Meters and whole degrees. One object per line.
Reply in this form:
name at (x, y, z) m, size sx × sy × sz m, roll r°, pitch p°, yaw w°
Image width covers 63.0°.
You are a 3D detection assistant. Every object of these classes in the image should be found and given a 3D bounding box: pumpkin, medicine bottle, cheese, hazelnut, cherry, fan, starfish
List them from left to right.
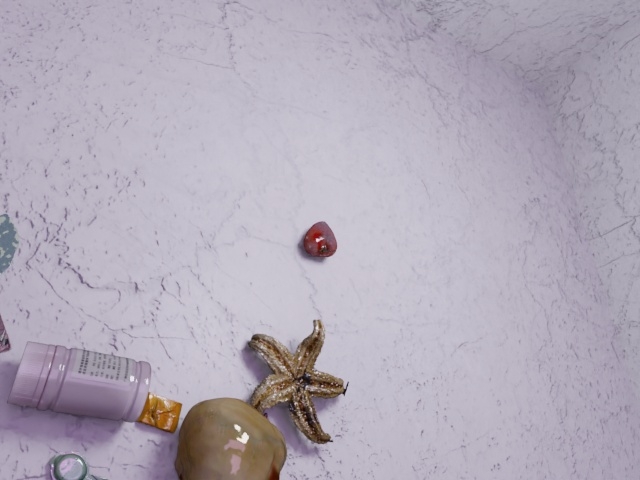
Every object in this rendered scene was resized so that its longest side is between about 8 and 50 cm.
fan at (-0.751, 0.035, 1.136) m, size 0.131 × 0.009 × 0.240 m, roll 38°, pitch 50°, yaw -11°
cheese at (-0.491, 0.473, 1.053) m, size 0.121 × 0.026 × 0.067 m, roll 44°, pitch 49°, yaw -6°
medicine bottle at (-0.493, 0.295, 1.083) m, size 0.250 × 0.133 × 0.133 m, roll 17°, pitch 56°, yaw -26°
pumpkin at (-0.364, 0.386, 1.184) m, size 0.101 × 0.035 × 0.073 m, roll 23°, pitch 51°, yaw -19°
hazelnut at (-0.208, 0.470, 1.138) m, size 0.261 × 0.241 × 0.261 m, roll 47°, pitch 30°, yaw -39°
starfish at (-0.050, 0.359, 1.368) m, size 0.303 × 0.113 × 0.312 m, roll 17°, pitch 65°, yaw -23°
cherry at (0.002, 0.004, 1.615) m, size 0.106 × 0.087 × 0.126 m, roll 31°, pitch 33°, yaw -7°

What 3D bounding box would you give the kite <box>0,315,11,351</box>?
kite at (-0.712, 0.189, 1.078) m, size 0.152 × 0.005 × 0.137 m, roll 31°, pitch 49°, yaw -16°
